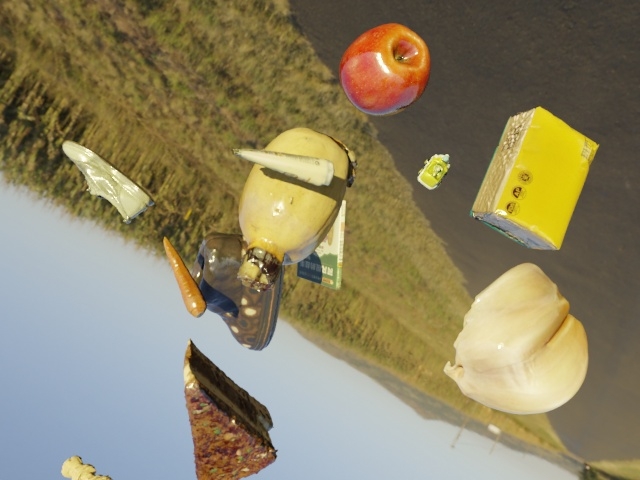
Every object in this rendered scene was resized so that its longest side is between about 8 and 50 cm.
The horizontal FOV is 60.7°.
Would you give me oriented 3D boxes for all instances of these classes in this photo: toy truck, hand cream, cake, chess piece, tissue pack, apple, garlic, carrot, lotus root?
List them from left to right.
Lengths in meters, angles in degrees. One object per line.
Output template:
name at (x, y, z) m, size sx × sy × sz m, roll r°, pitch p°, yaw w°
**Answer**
chess piece at (-0.518, 0.521, 1.204) m, size 0.172 × 0.060 × 0.060 m, roll 10°, pitch 163°, yaw 40°
carrot at (-0.316, 0.080, 1.253) m, size 0.216 × 0.048 × 0.048 m, roll 60°, pitch -175°, yaw 20°
cake at (-0.183, 0.283, 0.857) m, size 0.246 × 0.135 × 0.112 m, roll 55°, pitch -175°, yaw -37°
hand cream at (-0.051, -0.104, 0.747) m, size 0.143 × 0.039 × 0.061 m, roll 11°, pitch -167°, yaw -14°
lotus root at (-0.054, -0.049, 0.903) m, size 0.183 × 0.309 × 0.182 m, roll 18°, pitch 153°, yaw 10°
apple at (0.162, -0.424, 1.373) m, size 0.218 × 0.218 × 0.201 m, roll 31°, pitch 161°, yaw -15°
toy truck at (0.347, -0.214, 1.632) m, size 0.076 × 0.111 × 0.077 m, roll 36°, pitch 159°, yaw 0°
garlic at (0.320, 0.174, 0.870) m, size 0.217 × 0.228 × 0.110 m, roll 51°, pitch 176°, yaw -1°
tissue pack at (0.479, -0.134, 1.219) m, size 0.192 × 0.270 × 0.134 m, roll 26°, pitch 172°, yaw -13°

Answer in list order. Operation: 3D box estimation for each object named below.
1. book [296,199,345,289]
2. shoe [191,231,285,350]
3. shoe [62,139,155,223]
book at (0.000, 0.000, 1.663) m, size 0.027 × 0.264 × 0.202 m, roll -4°, pitch -169°, yaw -38°
shoe at (-0.228, 0.140, 1.437) m, size 0.237 × 0.383 × 0.171 m, roll 5°, pitch -139°, yaw -9°
shoe at (-0.565, -0.158, 1.423) m, size 0.275 × 0.098 × 0.103 m, roll 39°, pitch 172°, yaw 2°
